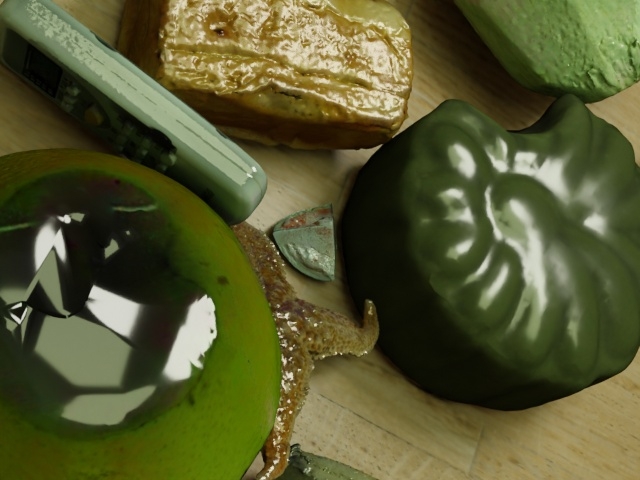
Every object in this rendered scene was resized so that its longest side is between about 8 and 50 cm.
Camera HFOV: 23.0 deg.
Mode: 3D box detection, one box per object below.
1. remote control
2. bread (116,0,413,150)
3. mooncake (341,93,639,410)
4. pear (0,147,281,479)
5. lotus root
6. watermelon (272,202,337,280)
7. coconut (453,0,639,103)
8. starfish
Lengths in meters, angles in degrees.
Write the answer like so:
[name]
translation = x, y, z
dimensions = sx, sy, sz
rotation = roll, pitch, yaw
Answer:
[remote control]
translation = -0.180, -0.118, 1.475
dimensions = 0.296, 0.140, 0.056
rotation = 38, 74, -5
[bread]
translation = -0.052, -0.190, 1.589
dimensions = 0.294, 0.132, 0.166
rotation = 10, 69, -24
[mooncake]
translation = 0.203, 0.010, 1.659
dimensions = 0.351, 0.187, 0.351
rotation = 10, 71, -31
[pear]
translation = -0.209, 0.065, 1.335
dimensions = 0.399, 0.165, 0.398
rotation = 7, 60, -12
[lotus root]
translation = 0.002, 0.265, 1.501
dimensions = 0.144, 0.143, 0.070
rotation = 34, 53, 2
[watermelon]
translation = 0.000, 0.000, 1.612
dimensions = 0.085, 0.061, 0.085
rotation = 11, 62, -22
[coconut]
translation = 0.285, -0.326, 1.754
dimensions = 0.328, 0.281, 0.328
rotation = 0, 98, 0
[starfish]
translation = -0.076, 0.084, 1.495
dimensions = 0.299, 0.060, 0.302
rotation = 25, 46, -15
